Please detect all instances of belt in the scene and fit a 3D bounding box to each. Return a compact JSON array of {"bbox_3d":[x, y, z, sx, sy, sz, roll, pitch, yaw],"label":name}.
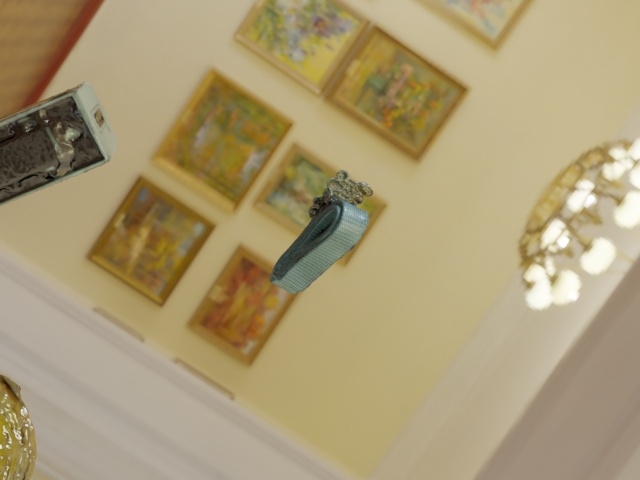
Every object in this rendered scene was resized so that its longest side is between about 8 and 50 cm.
[{"bbox_3d":[-0.004,-0.002,1.546,0.179,0.065,0.100,-44,-149,33],"label":"belt"}]

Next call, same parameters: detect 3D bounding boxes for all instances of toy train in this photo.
[{"bbox_3d":[-0.420,-0.057,1.224,0.406,0.086,0.088,-21,-160,6],"label":"toy train"}]

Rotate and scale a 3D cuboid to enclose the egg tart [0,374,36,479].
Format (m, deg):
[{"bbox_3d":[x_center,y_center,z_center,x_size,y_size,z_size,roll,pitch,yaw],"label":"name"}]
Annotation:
[{"bbox_3d":[-0.576,0.312,1.683,0.315,0.315,0.120,-58,164,-17],"label":"egg tart"}]
